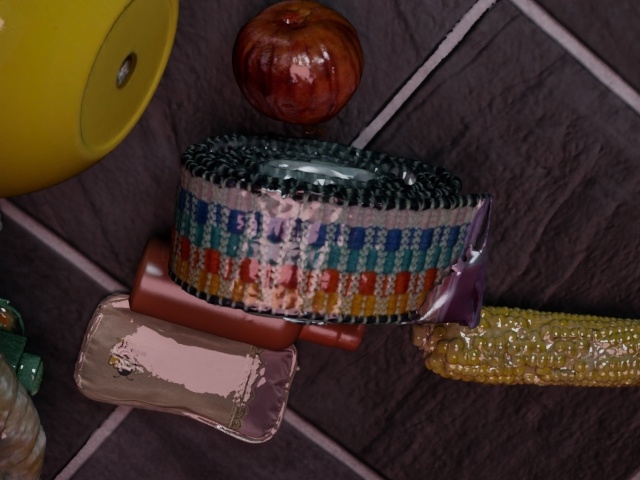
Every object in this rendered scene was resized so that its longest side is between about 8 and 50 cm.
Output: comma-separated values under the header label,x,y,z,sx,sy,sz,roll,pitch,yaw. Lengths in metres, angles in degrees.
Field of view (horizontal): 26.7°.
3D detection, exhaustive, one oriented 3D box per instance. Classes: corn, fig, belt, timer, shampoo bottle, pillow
label,x,y,z,sx,sy,sz,roll,pitch,yaw
corn,0.236,0.113,1.415,0.288,0.086,0.086,4,111,-4
fig,-0.027,-0.164,1.294,0.128,0.128,0.150,26,149,-10
belt,0.000,0.000,1.309,0.295,0.207,0.161,5,108,-19
timer,-0.328,-0.219,1.155,0.387,0.376,0.376,23,111,13
shampoo bottle,-0.073,0.065,1.396,0.244,0.085,0.085,14,110,-8
pillow,-0.142,0.136,1.444,0.232,0.038,0.131,16,105,-6

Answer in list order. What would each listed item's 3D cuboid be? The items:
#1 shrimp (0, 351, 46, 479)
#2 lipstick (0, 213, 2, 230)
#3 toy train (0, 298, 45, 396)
label,x,y,z,sx,sy,sz,roll,pitch,yaw
shrimp,-0.399,0.112,1.264,0.221,0.110,0.446,-4,131,9
lipstick,-0.346,-0.064,1.366,0.037,0.037,0.116,-3,108,0
toy train,-0.435,0.138,1.412,0.285,0.116,0.177,13,123,-7
